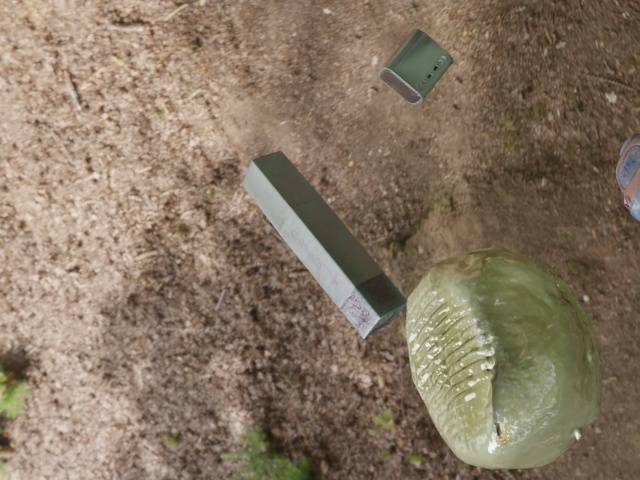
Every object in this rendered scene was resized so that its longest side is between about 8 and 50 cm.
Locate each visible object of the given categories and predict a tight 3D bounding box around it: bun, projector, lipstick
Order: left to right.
[{"bbox_3d":[0.000,0.000,1.211,0.371,0.080,0.076,50,140,18],"label":"lipstick"},{"bbox_3d":[0.153,-0.278,1.099,0.083,0.083,0.082,39,89,-7],"label":"projector"},{"bbox_3d":[0.184,0.112,0.679,0.145,0.229,0.229,-9,116,-16],"label":"bun"}]

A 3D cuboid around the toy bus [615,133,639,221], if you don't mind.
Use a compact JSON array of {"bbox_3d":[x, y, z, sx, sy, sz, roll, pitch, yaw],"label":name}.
[{"bbox_3d":[0.850,-0.172,1.644,0.294,0.232,0.197,-10,139,-18],"label":"toy bus"}]
